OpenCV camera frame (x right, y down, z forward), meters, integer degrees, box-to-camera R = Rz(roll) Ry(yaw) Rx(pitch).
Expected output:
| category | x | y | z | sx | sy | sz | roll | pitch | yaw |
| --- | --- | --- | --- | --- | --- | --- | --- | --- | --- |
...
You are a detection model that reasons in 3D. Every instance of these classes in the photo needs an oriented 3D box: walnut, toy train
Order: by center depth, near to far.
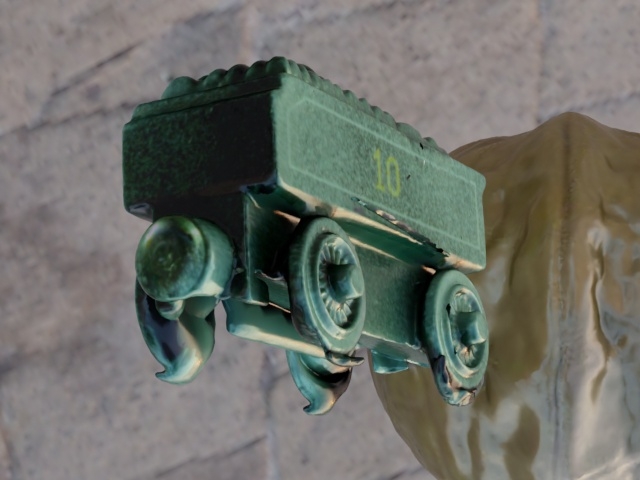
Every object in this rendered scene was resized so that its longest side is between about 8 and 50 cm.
| category | x | y | z | sx | sy | sz | roll | pitch | yaw |
| --- | --- | --- | --- | --- | --- | --- | --- | --- | --- |
| toy train | 0.000 | 0.000 | 0.573 | 0.070 | 0.099 | 0.172 | -9 | 165 | 27 |
| walnut | 0.133 | 0.041 | 0.988 | 0.228 | 0.228 | 0.228 | -14 | 131 | -16 |
